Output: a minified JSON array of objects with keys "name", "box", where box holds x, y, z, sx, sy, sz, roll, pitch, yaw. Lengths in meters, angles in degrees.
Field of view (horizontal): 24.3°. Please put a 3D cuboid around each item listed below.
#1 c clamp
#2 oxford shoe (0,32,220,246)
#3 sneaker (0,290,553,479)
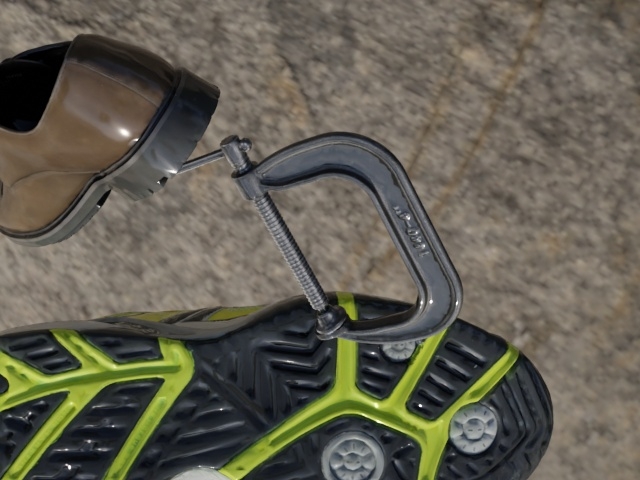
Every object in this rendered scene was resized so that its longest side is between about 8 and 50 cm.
[{"name":"c clamp","box":[0.000,0.000,0.824,0.137,0.022,0.161,-23,114,27]},{"name":"oxford shoe","box":[-0.140,-0.060,0.776,0.096,0.227,0.083,31,62,-19]},{"name":"sneaker","box":[-0.045,0.093,0.949,0.384,0.147,0.145,4,95,-4]}]
